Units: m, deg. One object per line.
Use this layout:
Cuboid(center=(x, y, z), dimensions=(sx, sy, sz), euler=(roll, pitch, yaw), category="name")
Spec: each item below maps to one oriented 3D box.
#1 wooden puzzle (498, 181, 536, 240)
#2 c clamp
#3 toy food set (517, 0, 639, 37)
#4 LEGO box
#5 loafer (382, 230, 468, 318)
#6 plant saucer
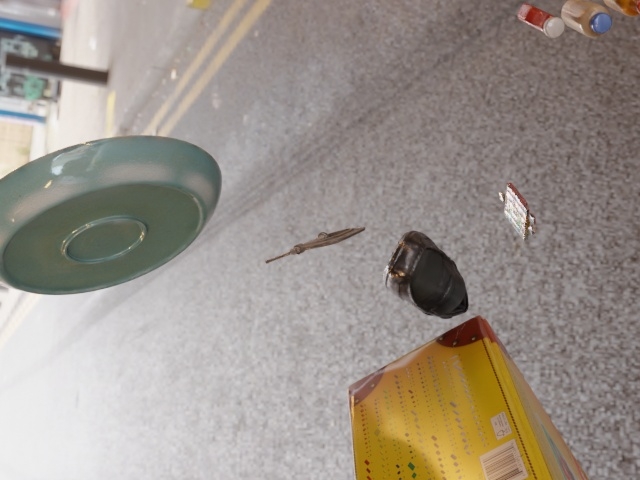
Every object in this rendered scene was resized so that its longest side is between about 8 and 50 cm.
Cuboid(center=(0.226, -0.033, 0.998), dimensions=(0.049, 0.006, 0.083), euler=(84, 165, -45), category="wooden puzzle")
Cuboid(center=(0.000, 0.000, 1.489), dimensions=(0.137, 0.160, 0.022), euler=(-16, 93, 31), category="c clamp")
Cuboid(center=(0.285, -0.313, 1.063), dimensions=(0.111, 0.232, 0.104), euler=(-60, 15, 19), category="toy food set")
Cuboid(center=(0.208, 0.365, 0.855), dimensions=(0.193, 0.372, 0.500), euler=(-30, 20, 11), category="LEGO box")
Cuboid(center=(0.126, 0.044, 0.979), dimensions=(0.076, 0.078, 0.223), euler=(-61, -21, -4), category="loafer")
Cuboid(center=(-0.263, -0.014, 1.046), dimensions=(0.044, 0.317, 0.317), euler=(65, 146, 22), category="plant saucer")
